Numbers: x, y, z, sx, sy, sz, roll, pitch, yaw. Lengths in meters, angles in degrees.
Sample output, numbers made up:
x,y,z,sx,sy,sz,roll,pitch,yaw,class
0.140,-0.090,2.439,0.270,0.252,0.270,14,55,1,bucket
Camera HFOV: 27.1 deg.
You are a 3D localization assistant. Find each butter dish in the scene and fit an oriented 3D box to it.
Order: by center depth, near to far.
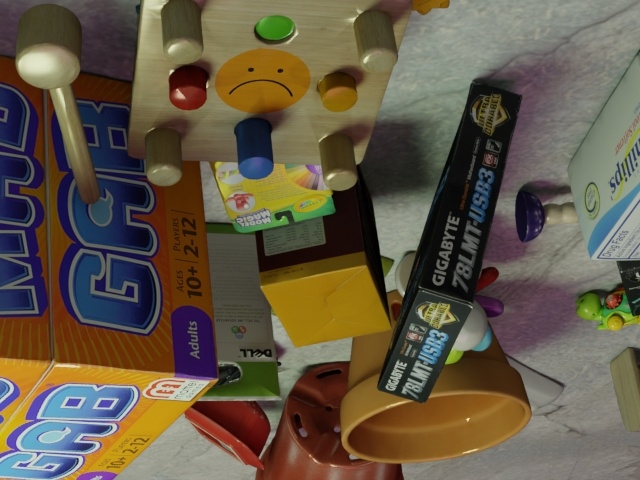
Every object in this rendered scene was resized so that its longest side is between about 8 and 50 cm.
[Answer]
x,y,z,sx,sy,sz,roll,pitch,yaw,class
-0.144,0.294,2.249,0.160,0.118,0.160,30,163,25,butter dish

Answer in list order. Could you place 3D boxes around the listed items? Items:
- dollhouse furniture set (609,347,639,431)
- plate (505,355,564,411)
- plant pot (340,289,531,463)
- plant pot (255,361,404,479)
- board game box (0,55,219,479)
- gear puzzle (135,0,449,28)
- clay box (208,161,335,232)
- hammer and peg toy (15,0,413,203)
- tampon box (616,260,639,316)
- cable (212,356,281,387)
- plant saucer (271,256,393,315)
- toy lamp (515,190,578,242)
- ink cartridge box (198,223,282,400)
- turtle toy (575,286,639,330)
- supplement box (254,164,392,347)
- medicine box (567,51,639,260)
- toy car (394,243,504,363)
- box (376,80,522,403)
x,y,z,sx,sy,sz,roll,pitch,yaw,class
0.766,0.253,2.251,0.362,0.256,0.394,4,149,-21,dollhouse furniture set
0.270,0.297,2.426,0.278,0.045,0.277,-24,148,28,plate
0.162,0.201,2.053,0.291,0.203,0.291,-7,152,-4,plant pot
0.028,0.361,2.280,0.272,0.272,0.265,-4,143,-9,plant pot
-0.357,0.048,1.470,0.356,0.356,0.356,9,147,-28,board game box
-0.017,-0.247,1.348,0.339,0.044,0.175,-2,151,-12,gear puzzle
-0.065,-0.113,1.498,0.127,0.053,0.222,-11,131,6,clay box
-0.111,-0.161,1.301,0.361,0.127,0.266,1,145,-11,hammer and peg toy
0.488,0.021,1.914,0.120,0.101,0.161,-15,150,12,tampon box
-0.160,0.203,2.148,0.184,0.047,0.150,-17,156,11,cable
-0.018,0.066,1.923,0.188,0.045,0.188,19,141,-40,plant saucer
0.406,-0.044,1.802,0.274,0.080,0.080,-4,151,-6,toy lamp
-0.163,0.108,1.740,0.188,0.255,0.097,2,150,-18,ink cartridge box
0.472,0.109,2.107,0.130,0.066,0.095,-10,175,7,turtle toy
0.000,0.000,1.648,0.129,0.194,0.191,-11,151,7,supplement box
0.493,-0.102,1.641,0.289,0.149,0.263,-1,151,-12,medicine box
0.195,0.083,1.878,0.136,0.182,0.159,0,169,-28,toy car
0.156,0.009,1.607,0.073,0.293,0.295,16,151,2,box
